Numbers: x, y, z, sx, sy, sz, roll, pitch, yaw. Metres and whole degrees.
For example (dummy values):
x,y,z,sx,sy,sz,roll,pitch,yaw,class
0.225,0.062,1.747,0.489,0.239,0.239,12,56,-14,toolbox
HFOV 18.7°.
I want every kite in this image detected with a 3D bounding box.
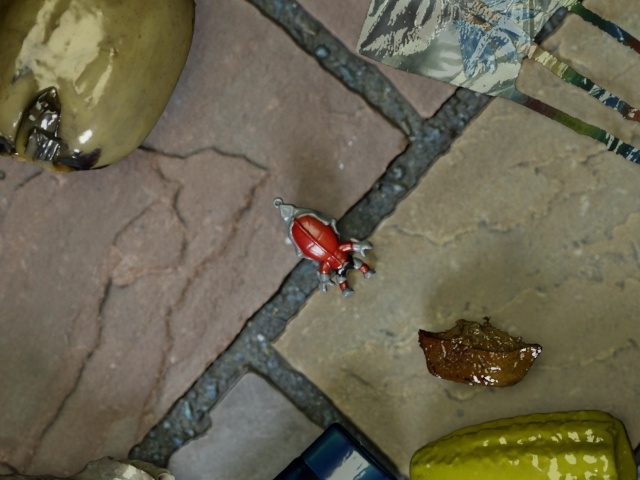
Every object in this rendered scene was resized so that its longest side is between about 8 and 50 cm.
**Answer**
x,y,z,sx,sy,sz,roll,pitch,yaw,class
0.193,-0.191,1.769,0.310,0.015,0.169,26,89,13,kite

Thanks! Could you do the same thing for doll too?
x,y,z,sx,sy,sz,roll,pitch,yaw,class
0.000,0.000,1.777,0.114,0.039,0.057,46,127,-1,doll

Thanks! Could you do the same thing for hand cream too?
x,y,z,sx,sy,sz,roll,pitch,yaw,class
-0.047,0.289,1.744,0.120,0.061,0.270,43,93,4,hand cream

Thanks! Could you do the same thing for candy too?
x,y,z,sx,sy,sz,roll,pitch,yaw,class
0.173,0.202,1.696,0.199,0.094,0.106,-3,89,17,candy

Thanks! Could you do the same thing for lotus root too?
x,y,z,sx,sy,sz,roll,pitch,yaw,class
-0.202,-0.206,1.775,0.183,0.183,0.310,24,88,13,lotus root

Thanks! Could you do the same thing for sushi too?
x,y,z,sx,sy,sz,roll,pitch,yaw,class
0.140,0.097,1.727,0.118,0.061,0.060,5,97,13,sushi

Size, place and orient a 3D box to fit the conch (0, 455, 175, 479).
x,y,z,sx,sy,sz,roll,pitch,yaw,class
-0.236,0.284,1.765,0.245,0.163,0.178,-26,116,-7,conch
